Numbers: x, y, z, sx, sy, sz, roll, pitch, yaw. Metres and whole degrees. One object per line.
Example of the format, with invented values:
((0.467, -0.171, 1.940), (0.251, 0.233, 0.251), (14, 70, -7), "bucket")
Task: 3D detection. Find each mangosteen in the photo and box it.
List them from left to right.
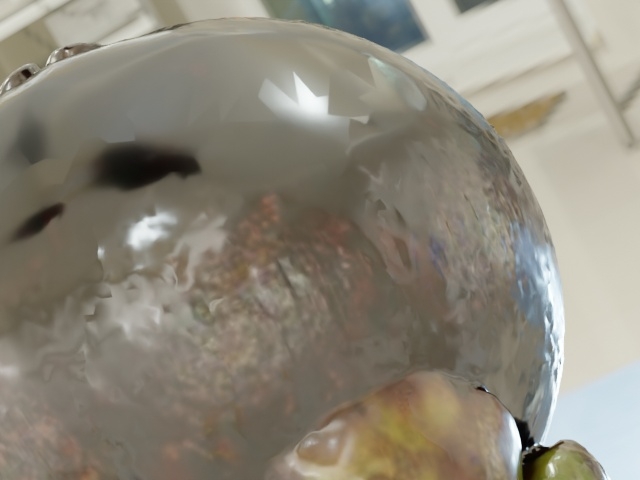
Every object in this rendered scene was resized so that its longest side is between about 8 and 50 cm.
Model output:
((-0.031, 0.067, 0.741), (0.297, 0.313, 0.297), (-39, 17, 15), "mangosteen")
